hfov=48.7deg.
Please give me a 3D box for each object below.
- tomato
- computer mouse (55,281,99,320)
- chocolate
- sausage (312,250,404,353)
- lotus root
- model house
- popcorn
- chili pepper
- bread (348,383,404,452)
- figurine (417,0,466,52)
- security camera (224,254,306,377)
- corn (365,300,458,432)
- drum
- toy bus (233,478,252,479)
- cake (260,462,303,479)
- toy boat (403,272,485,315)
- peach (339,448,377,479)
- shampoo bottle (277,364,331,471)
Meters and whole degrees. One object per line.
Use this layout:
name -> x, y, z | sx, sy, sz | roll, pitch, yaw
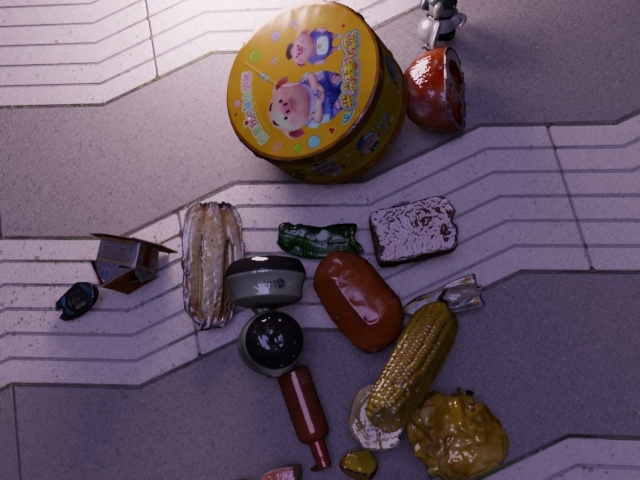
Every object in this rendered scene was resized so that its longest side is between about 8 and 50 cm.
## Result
tomato -> 0.282, -0.380, 1.822 | 0.155, 0.181, 0.214 | -3, 67, 25
computer mouse -> -0.629, 0.158, 1.843 | 0.135, 0.047, 0.079 | -33, 80, 10
chocolate -> 0.233, -0.019, 1.758 | 0.214, 0.093, 0.149 | -11, 76, 5
sausage -> 0.088, 0.142, 1.702 | 0.141, 0.153, 0.268 | -23, 70, -41
lotus root -> -0.276, 0.067, 1.806 | 0.167, 0.078, 0.330 | 5, 79, -12
model house -> -0.485, 0.065, 1.765 | 0.207, 0.219, 0.136 | 10, 83, 10
popcorn -> 0.309, 0.431, 1.566 | 0.190, 0.253, 0.191 | -4, 84, 52
chili pepper -> 0.000, 0.000, 1.799 | 0.224, 0.061, 0.098 | 3, 90, 5
bread -> 0.131, 0.412, 1.635 | 0.133, 0.141, 0.148 | 0, 75, 6
figurine -> 0.312, -0.576, 1.857 | 0.126, 0.192, 0.147 | 12, 39, -2
security camera -> -0.125, 0.187, 1.681 | 0.196, 0.191, 0.277 | 0, 77, -18
corn -> 0.208, 0.272, 1.575 | 0.120, 0.120, 0.363 | 30, 50, 13
drum -> -0.006, -0.362, 1.754 | 0.431, 0.214, 0.431 | -7, 74, 25
toy bus -> -0.191, 0.674, 1.633 | 0.073, 0.096, 0.235 | 4, 75, 11
cake -> -0.086, 0.631, 1.622 | 0.090, 0.109, 0.226 | -5, 75, 5
toy boat -> 0.298, 0.148, 1.722 | 0.210, 0.066, 0.084 | -16, 73, 3
peach -> 0.090, 0.531, 1.656 | 0.083, 0.050, 0.077 | -22, 52, -8
shampoo bottle -> -0.031, 0.424, 1.685 | 0.085, 0.085, 0.244 | -19, 76, 2
